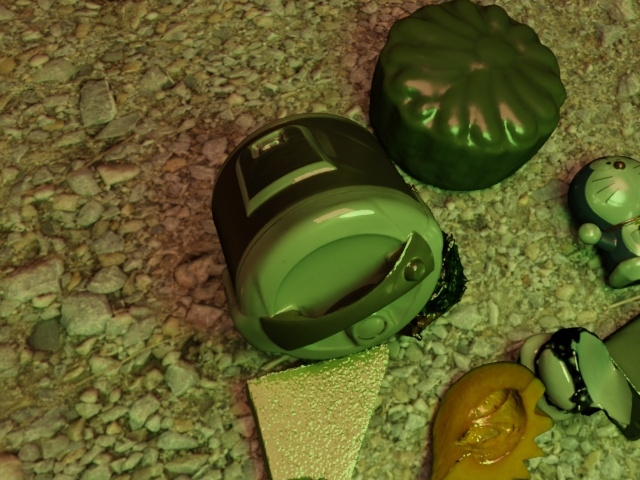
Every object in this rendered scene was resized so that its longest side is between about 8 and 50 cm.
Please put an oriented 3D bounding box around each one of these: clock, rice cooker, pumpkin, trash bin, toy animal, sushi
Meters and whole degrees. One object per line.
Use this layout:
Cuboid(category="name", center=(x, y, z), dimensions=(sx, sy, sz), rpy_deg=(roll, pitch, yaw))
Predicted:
Cuboid(category="clock", center=(0.549, -0.039, 1.368), dimensions=(0.199, 0.146, 0.244), rpy_deg=(-12, 73, -17))
Cuboid(category="rice cooker", center=(0.000, 0.000, 1.157), dimensions=(0.335, 0.335, 0.325), rpy_deg=(-12, 44, -11))
Cuboid(category="pumpkin", center=(0.270, 0.316, 1.219), dimensions=(0.130, 0.149, 0.254), rpy_deg=(38, 92, -23))
Cuboid(category="trash bin", center=(0.584, 0.203, 1.282), dimensions=(0.240, 0.122, 0.164), rpy_deg=(-29, 73, -19))
Cuboid(category="toy animal", center=(0.394, 0.228, 1.217), dimensions=(0.138, 0.179, 0.166), rpy_deg=(-7, 80, -28))
Cuboid(category="sushi", center=(0.185, 0.048, 1.291), dimensions=(0.149, 0.140, 0.287), rpy_deg=(11, 67, 6))

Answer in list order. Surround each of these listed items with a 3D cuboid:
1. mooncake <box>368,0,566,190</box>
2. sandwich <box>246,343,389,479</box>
Cuboid(category="mooncake", center=(0.274, -0.282, 1.417), dimensions=(0.356, 0.194, 0.357), rpy_deg=(2, 68, -5))
Cuboid(category="sandwich", center=(0.019, 0.300, 1.213), dimensions=(0.244, 0.063, 0.212), rpy_deg=(-13, 72, -11))
